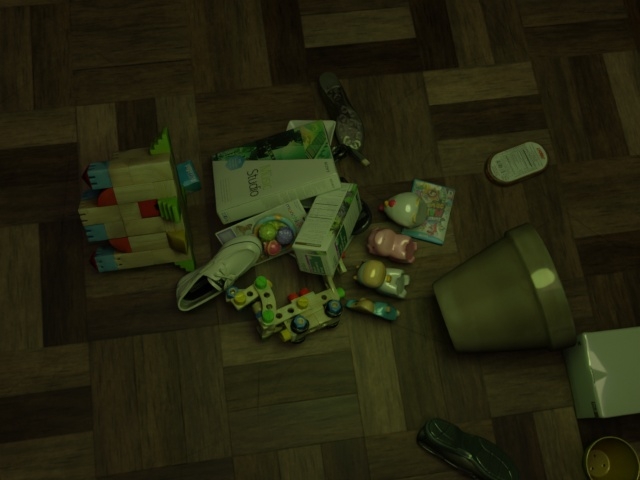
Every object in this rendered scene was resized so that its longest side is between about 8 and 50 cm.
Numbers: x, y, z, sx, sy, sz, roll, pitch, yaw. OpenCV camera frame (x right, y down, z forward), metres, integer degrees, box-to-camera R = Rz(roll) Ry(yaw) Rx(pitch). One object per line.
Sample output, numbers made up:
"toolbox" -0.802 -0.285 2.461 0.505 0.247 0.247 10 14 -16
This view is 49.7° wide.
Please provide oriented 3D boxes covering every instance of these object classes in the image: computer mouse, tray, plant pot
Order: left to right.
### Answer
"tray" -0.046 -0.207 1.890 0.145 0.030 0.270 4 68 23
"computer mouse" 0.078 -0.138 1.875 0.184 0.060 0.262 -42 65 -1
"plant pot" 0.444 0.154 1.732 0.281 0.323 0.323 -21 77 8
"plant pot" 0.708 0.558 1.722 0.134 0.095 0.134 1 75 -4

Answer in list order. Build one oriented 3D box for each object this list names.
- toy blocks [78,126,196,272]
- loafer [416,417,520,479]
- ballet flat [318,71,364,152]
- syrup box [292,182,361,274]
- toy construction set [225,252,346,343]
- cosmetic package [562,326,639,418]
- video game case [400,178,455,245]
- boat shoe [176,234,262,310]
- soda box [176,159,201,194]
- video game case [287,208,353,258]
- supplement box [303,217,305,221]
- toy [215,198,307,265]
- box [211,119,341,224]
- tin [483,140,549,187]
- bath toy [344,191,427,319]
"toy blocks" -0.475 -0.075 1.723 0.261 0.381 0.190 -8 35 -3
"loafer" 0.366 0.536 1.728 0.268 0.084 0.096 32 44 1
"ballet flat" 0.057 -0.359 1.956 0.084 0.058 0.249 -23 82 -6
"syrup box" 0.020 -0.033 1.723 0.096 0.093 0.236 6 49 22
"toy construction set" -0.062 0.140 1.769 0.328 0.151 0.215 -29 63 -11
"cosmetic package" 0.841 0.327 1.765 0.385 0.156 0.217 -5 75 -4
"video game case" 0.298 -0.079 1.910 0.119 0.015 0.166 15 75 0
"boat shoe" -0.258 0.087 1.738 0.268 0.088 0.096 -30 122 13
"soda box" -0.430 -0.139 1.851 0.210 0.071 0.067 -22 78 -9
"video game case" 0.000 0.000 1.869 0.143 0.019 0.157 30 76 5
"supplement box" -0.031 -0.027 1.836 0.083 0.055 0.043 36 76 5
"toy" -0.135 0.000 1.768 0.237 0.136 0.056 -20 33 14
"box" -0.122 -0.183 1.807 0.322 0.058 0.232 -17 47 3
"tin" 0.556 -0.217 1.954 0.190 0.040 0.106 -21 81 -9
"bath toy" 0.173 0.029 1.816 0.129 0.151 0.348 9 73 33
